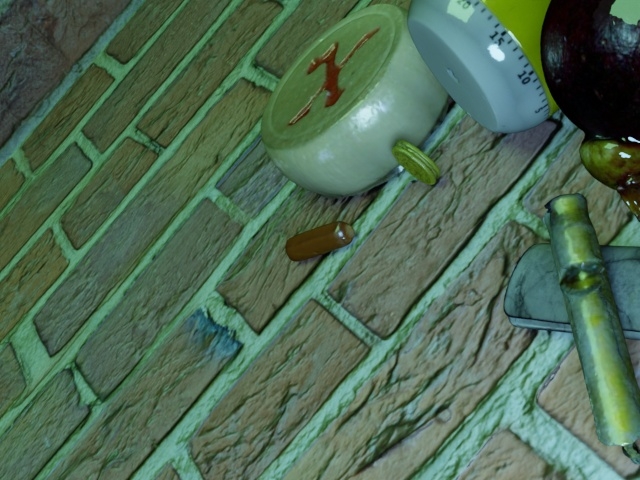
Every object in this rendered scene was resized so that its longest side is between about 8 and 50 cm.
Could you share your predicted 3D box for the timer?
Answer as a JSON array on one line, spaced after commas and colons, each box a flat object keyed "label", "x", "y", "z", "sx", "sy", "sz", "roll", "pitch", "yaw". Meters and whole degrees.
[{"label": "timer", "x": 0.286, "y": -0.312, "z": 1.908, "sx": 0.285, "sy": 0.285, "sz": 0.285, "roll": -34, "pitch": 32, "yaw": 25}]

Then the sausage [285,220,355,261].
[{"label": "sausage", "x": 0.000, "y": 0.000, "z": 2.131, "sx": 0.131, "sy": 0.039, "sz": 0.041, "roll": -20, "pitch": 38, "yaw": 42}]

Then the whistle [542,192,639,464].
[{"label": "whistle", "x": 0.303, "y": 0.092, "z": 1.506, "sx": 0.057, "sy": 0.068, "sz": 0.326, "roll": -22, "pitch": 53, "yaw": 19}]

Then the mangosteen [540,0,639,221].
[{"label": "mangosteen", "x": 0.399, "y": -0.190, "z": 1.587, "sx": 0.307, "sy": 0.307, "sz": 0.347, "roll": 4, "pitch": 89, "yaw": 55}]

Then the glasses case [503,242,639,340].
[{"label": "glasses case", "x": 0.342, "y": 0.058, "z": 1.578, "sx": 0.299, "sy": 0.060, "sz": 0.114, "roll": 2, "pitch": 63, "yaw": 54}]

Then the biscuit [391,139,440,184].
[{"label": "biscuit", "x": 0.141, "y": -0.116, "z": 2.033, "sx": 0.023, "sy": 0.084, "sz": 0.084, "roll": -51, "pitch": 29, "yaw": -8}]

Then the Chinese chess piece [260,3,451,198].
[{"label": "Chinese chess piece", "x": 0.057, "y": -0.227, "z": 2.222, "sx": 0.338, "sy": 0.140, "sz": 0.338, "roll": -33, "pitch": 33, "yaw": 25}]
